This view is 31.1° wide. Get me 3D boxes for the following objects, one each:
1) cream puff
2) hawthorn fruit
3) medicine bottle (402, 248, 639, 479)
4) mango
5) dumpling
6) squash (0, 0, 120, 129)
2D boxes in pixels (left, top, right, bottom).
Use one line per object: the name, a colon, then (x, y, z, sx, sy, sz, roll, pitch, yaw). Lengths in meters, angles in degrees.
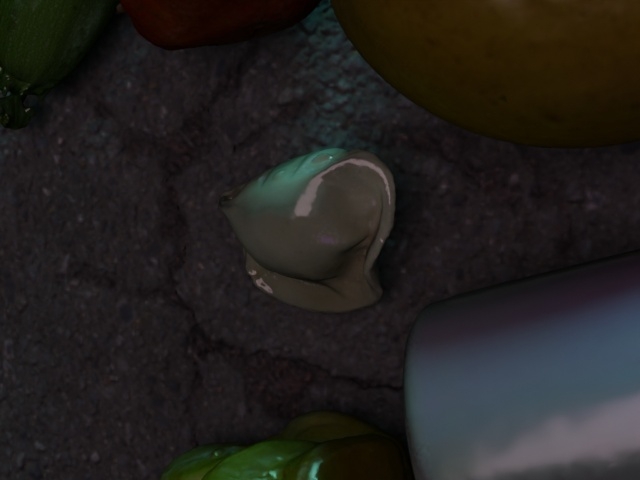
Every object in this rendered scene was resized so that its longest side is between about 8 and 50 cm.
cream puff: (-0.043, 0.294, 0.855, 0.324, 0.257, 0.291, -20, 84, 21)
hawthorn fruit: (-0.078, -0.228, 0.875, 0.173, 0.179, 0.173, 2, 84, -19)
medicine bottle: (0.265, 0.100, 0.740, 0.388, 0.219, 0.219, -17, 89, 20)
mango: (0.221, -0.213, 0.732, 0.445, 0.220, 0.301, -2, 91, 17)
dumpling: (0.001, 0.000, 0.895, 0.169, 0.100, 0.134, -21, 101, 23)
squash: (-0.188, -0.262, 0.942, 0.101, 0.101, 0.378, 35, 106, 14)
